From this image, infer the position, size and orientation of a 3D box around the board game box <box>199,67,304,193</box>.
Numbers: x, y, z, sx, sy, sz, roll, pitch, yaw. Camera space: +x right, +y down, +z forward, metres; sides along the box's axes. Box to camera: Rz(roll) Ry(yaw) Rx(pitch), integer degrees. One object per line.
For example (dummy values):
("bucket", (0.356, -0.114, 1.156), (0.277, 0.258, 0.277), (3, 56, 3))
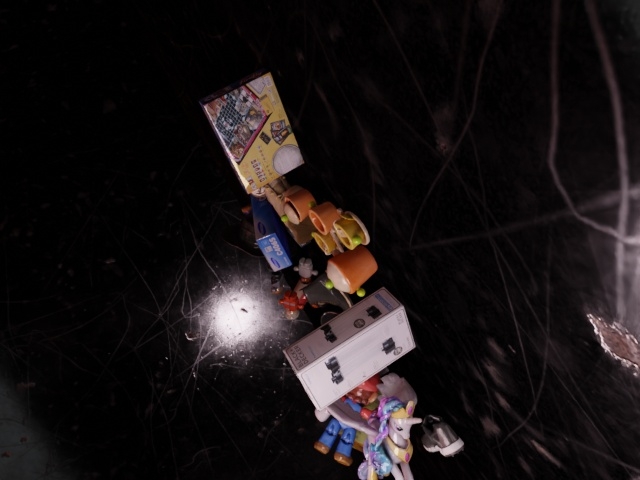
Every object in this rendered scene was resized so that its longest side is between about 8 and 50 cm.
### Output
("board game box", (-0.151, -0.247, 1.066), (0.042, 0.165, 0.243), (47, 164, 48))

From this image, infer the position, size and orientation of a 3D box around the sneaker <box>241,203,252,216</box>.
("sneaker", (-0.278, -0.119, 2.117), (0.296, 0.112, 0.130), (-85, -29, -85))

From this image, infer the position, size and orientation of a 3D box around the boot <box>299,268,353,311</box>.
("boot", (0.026, 0.209, 1.593), (0.197, 0.137, 0.077), (60, 169, -9))

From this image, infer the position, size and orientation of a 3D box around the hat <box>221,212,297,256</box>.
("hat", (-0.242, -0.047, 1.938), (0.331, 0.332, 0.133), (44, 123, 53))

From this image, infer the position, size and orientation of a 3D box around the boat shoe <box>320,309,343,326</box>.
("boat shoe", (0.087, 0.326, 1.595), (0.113, 0.127, 0.340), (41, 180, -40))

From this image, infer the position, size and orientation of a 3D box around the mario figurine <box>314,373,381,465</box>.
("mario figurine", (0.112, 0.586, 1.566), (0.198, 0.320, 0.170), (38, 155, -15))

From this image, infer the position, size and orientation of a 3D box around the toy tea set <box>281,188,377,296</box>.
("toy tea set", (0.000, 0.000, 1.114), (0.336, 0.124, 0.199), (36, 156, 53))

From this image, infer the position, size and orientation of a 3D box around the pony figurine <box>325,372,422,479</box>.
("pony figurine", (0.185, 0.566, 1.354), (0.351, 0.303, 0.362), (-156, 61, -63))

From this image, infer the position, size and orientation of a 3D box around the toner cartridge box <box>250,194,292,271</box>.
("toner cartridge box", (-0.189, -0.062, 1.714), (0.347, 0.075, 0.165), (-107, -7, -51))

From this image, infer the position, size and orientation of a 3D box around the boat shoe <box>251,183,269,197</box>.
("boat shoe", (-0.255, -0.308, 1.540), (0.341, 0.123, 0.123), (61, -178, -10))

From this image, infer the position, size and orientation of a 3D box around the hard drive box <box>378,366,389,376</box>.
("hard drive box", (0.151, 0.432, 1.769), (0.232, 0.089, 0.181), (55, 168, 18))

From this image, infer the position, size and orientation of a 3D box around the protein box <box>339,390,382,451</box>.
("protein box", (0.202, 0.652, 1.646), (0.200, 0.201, 0.135), (14, 147, 25))

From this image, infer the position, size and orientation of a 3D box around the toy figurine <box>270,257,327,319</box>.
("toy figurine", (-0.086, 0.194, 1.856), (0.209, 0.213, 0.148), (49, 152, 39))

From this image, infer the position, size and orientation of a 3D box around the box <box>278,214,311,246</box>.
("box", (-0.122, -0.105, 1.642), (0.159, 0.044, 0.233), (47, 164, 51))

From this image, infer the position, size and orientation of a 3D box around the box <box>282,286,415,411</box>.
("box", (0.074, 0.259, 1.103), (0.087, 0.290, 0.169), (46, 164, 50))

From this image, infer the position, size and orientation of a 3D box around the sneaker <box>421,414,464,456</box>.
("sneaker", (0.332, 0.549, 1.323), (0.106, 0.078, 0.234), (60, 167, 15))

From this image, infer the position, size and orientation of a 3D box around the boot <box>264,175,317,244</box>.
("boot", (-0.097, -0.125, 1.368), (0.203, 0.095, 0.262), (55, 171, 26))

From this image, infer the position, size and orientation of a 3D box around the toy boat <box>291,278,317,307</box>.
("toy boat", (-0.060, 0.278, 2.257), (0.151, 0.150, 0.231), (26, 164, 6))
